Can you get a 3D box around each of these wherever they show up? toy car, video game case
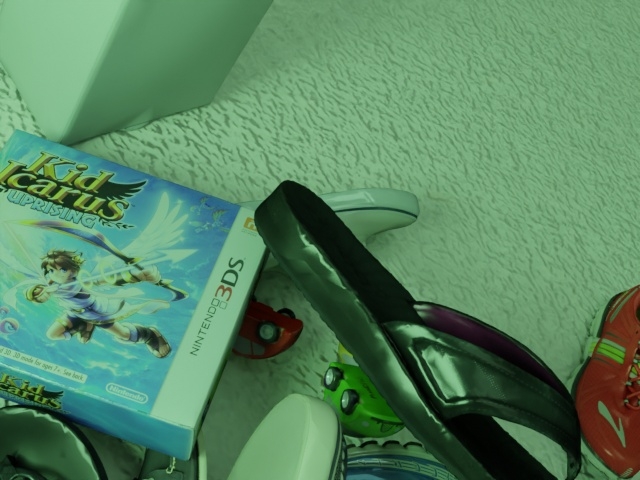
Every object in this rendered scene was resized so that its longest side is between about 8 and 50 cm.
[{"bbox_3d":[0.014,0.128,0.948,0.239,0.053,0.225,14,16,-24],"label":"toy car"},{"bbox_3d":[-0.199,0.037,0.887,0.269,0.061,0.244,19,48,0],"label":"video game case"}]

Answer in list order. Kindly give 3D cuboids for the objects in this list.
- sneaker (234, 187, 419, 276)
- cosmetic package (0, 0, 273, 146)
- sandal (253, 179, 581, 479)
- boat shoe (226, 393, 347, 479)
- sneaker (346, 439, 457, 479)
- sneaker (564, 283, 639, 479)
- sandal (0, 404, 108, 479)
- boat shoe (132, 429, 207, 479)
[{"bbox_3d":[0.000,0.000,1.076,0.258,0.094,0.091,-8,83,-31],"label":"sneaker"},{"bbox_3d":[-0.152,-0.274,0.957,0.217,0.385,0.156,-24,75,-42],"label":"cosmetic package"},{"bbox_3d":[0.120,0.108,0.870,0.446,0.107,0.167,49,15,2],"label":"sandal"},{"bbox_3d":[-0.013,0.299,0.774,0.158,0.127,0.340,22,85,-24],"label":"boat shoe"},{"bbox_3d":[0.110,0.291,0.907,0.330,0.130,0.147,25,48,-15],"label":"sneaker"},{"bbox_3d":[0.362,0.147,1.163,0.107,0.118,0.279,31,48,-9],"label":"sneaker"},{"bbox_3d":[-0.199,0.238,0.770,0.097,0.054,0.254,-30,74,4],"label":"sandal"},{"bbox_3d":[-0.138,0.224,0.837,0.065,0.075,0.206,11,59,-29],"label":"boat shoe"}]
